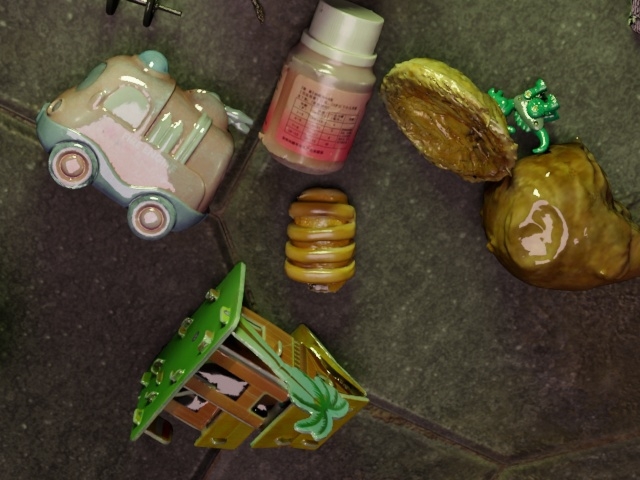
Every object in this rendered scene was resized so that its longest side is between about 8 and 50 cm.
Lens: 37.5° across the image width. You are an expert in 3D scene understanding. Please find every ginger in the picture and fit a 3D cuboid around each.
[{"bbox_3d":[0.379,-0.016,1.486,0.223,0.200,0.269,-32,111,12],"label":"ginger"}]

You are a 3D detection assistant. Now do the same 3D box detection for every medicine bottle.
[{"bbox_3d":[0.007,-0.231,1.418,0.147,0.147,0.247,18,114,-8],"label":"medicine bottle"}]

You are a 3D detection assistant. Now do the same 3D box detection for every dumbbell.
[{"bbox_3d":[-0.277,-0.359,1.400,0.147,0.069,0.069,16,114,-7],"label":"dumbbell"}]

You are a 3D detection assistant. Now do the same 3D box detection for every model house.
[{"bbox_3d":[-0.105,0.287,1.556,0.323,0.340,0.300,34,112,-19],"label":"model house"}]

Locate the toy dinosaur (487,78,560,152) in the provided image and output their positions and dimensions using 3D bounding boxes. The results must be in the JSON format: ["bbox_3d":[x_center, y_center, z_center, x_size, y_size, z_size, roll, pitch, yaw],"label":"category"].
[{"bbox_3d":[0.318,-0.193,1.464,0.096,0.059,0.132,-27,68,5],"label":"toy dinosaur"}]

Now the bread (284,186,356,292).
[{"bbox_3d":[0.000,0.000,1.560,0.119,0.084,0.177,1,111,-1],"label":"bread"}]

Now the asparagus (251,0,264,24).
[{"bbox_3d":[-0.111,-0.378,1.420,0.015,0.014,0.114,-26,112,13],"label":"asparagus"}]

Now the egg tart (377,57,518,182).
[{"bbox_3d":[0.204,-0.192,1.430,0.252,0.232,0.098,35,74,18],"label":"egg tart"}]

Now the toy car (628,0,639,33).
[{"bbox_3d":[0.486,-0.358,1.423,0.041,0.025,0.093,-2,112,3],"label":"toy car"}]

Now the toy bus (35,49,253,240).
[{"bbox_3d":[-0.265,-0.160,1.434,0.294,0.197,0.232,36,100,-14],"label":"toy bus"}]
